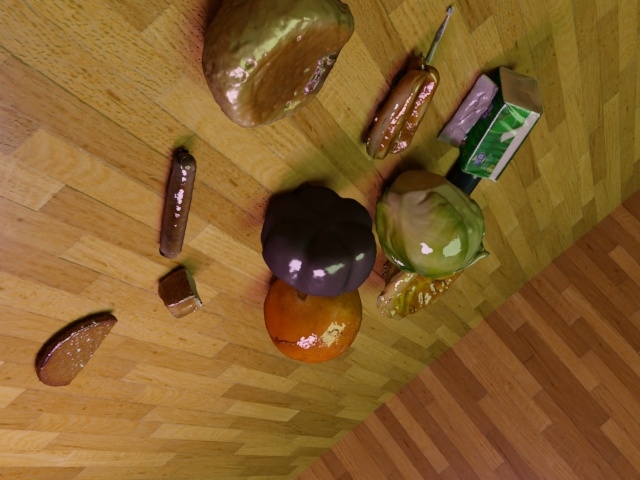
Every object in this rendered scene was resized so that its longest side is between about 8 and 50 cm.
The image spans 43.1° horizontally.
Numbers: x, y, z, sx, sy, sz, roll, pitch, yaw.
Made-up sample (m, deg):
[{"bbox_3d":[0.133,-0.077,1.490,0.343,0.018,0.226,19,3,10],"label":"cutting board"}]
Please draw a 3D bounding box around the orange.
[{"bbox_3d":[-0.016,0.168,1.900,0.240,0.240,0.240,-31,155,-17],"label":"orange"}]

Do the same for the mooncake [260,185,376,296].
[{"bbox_3d":[0.000,0.000,1.646,0.245,0.245,0.133,-22,148,-33],"label":"mooncake"}]

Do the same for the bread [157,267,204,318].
[{"bbox_3d":[-0.283,0.106,1.627,0.070,0.076,0.083,-24,154,-4],"label":"bread"}]

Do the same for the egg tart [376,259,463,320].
[{"bbox_3d":[0.284,0.085,2.298,0.341,0.132,0.341,-32,155,-17],"label":"egg tart"}]

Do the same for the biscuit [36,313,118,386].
[{"bbox_3d":[-0.490,0.216,1.583,0.206,0.025,0.126,-50,154,21],"label":"biscuit"}]

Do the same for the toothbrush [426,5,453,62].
[{"bbox_3d":[0.227,-0.390,1.542,0.013,0.011,0.131,-36,159,-37],"label":"toothbrush"}]

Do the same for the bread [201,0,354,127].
[{"bbox_3d":[-0.069,-0.283,1.177,0.244,0.134,0.244,-33,158,-15],"label":"bread"}]

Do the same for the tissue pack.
[{"bbox_3d":[0.376,-0.267,1.818,0.156,0.148,0.209,17,134,-13],"label":"tissue pack"}]

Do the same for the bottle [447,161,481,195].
[{"bbox_3d":[0.358,-0.140,2.084,0.244,0.072,0.082,-60,-175,40],"label":"bottle"}]

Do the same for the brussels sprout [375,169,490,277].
[{"bbox_3d":[0.255,-0.036,1.903,0.227,0.259,0.294,-43,136,-25],"label":"brussels sprout"}]

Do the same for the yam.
[{"bbox_3d":[-0.250,-0.059,1.415,0.046,0.046,0.264,-23,153,-31],"label":"yam"}]

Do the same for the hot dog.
[{"bbox_3d":[0.162,-0.259,1.610,0.109,0.072,0.269,-23,153,-35],"label":"hot dog"}]
